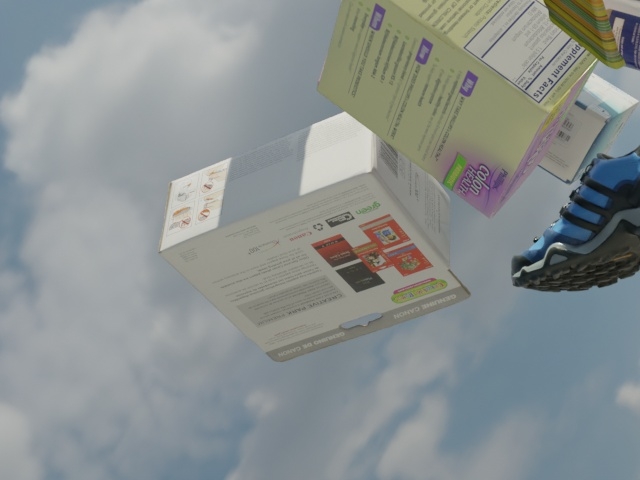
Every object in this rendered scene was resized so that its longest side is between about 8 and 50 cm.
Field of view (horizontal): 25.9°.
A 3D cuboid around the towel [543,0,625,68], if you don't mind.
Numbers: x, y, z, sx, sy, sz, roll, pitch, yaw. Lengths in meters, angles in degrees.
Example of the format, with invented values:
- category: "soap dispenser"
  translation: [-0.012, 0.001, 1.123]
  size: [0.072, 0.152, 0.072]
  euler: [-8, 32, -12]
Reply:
- category: "towel"
  translation: [0.201, -0.247, 1.162]
  size: [0.021, 0.102, 0.237]
  euler: [-36, -42, -5]

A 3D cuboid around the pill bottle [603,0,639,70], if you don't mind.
- category: "pill bottle"
  translation: [0.373, -0.210, 1.431]
  size: [0.094, 0.169, 0.094]
  euler: [-39, -40, -42]

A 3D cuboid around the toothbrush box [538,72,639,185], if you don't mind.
- category: "toothbrush box"
  translation: [0.377, -0.216, 2.268]
  size: [0.126, 0.216, 0.295]
  euler: [-61, -14, 20]

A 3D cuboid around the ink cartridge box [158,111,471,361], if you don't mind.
- category: "ink cartridge box"
  translation: [0.000, 0.000, 1.775]
  size: [0.272, 0.309, 0.130]
  euler: [49, -148, -39]

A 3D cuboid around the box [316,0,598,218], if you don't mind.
- category: "box"
  translation: [0.138, -0.178, 1.438]
  size: [0.117, 0.243, 0.213]
  euler: [-47, -12, -26]

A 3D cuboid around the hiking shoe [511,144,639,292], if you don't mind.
- category: "hiking shoe"
  translation: [0.341, -0.032, 1.645]
  size: [0.113, 0.304, 0.132]
  euler: [12, -120, -37]
